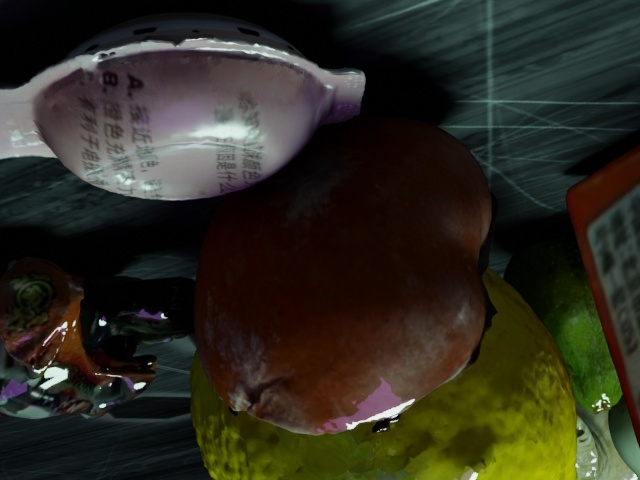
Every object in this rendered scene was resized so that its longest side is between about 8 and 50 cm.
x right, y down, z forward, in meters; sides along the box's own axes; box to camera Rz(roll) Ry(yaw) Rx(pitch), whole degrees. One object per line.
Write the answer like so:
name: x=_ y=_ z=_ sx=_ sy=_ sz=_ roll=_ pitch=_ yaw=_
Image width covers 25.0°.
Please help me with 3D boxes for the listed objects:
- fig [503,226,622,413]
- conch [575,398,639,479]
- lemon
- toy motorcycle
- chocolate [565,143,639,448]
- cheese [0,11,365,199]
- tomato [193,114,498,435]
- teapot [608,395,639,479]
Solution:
fig: x=0.213 y=0.067 z=1.158 sx=0.123 sy=0.156 sz=0.123 roll=-8 pitch=157 yaw=-4
conch: x=0.256 y=0.186 z=1.497 sx=0.263 sy=0.186 sz=0.324 roll=2 pitch=149 yaw=31
lemon: x=0.052 y=0.128 z=1.078 sx=0.268 sy=0.322 sz=0.268 roll=-43 pitch=176 yaw=-3
toy motorcycle: x=-0.273 y=0.101 z=1.175 sx=0.207 sy=0.134 sz=0.401 roll=10 pitch=155 yaw=-36
chocolate: x=0.381 y=0.086 z=0.967 sx=0.341 sy=0.360 sz=0.161 roll=3 pitch=147 yaw=-21
cheese: x=-0.118 y=-0.068 z=0.797 sx=0.286 sy=0.074 sz=0.189 roll=-5 pitch=161 yaw=-1
tomato: x=0.000 y=0.000 z=0.872 sx=0.199 sy=0.228 sz=0.112 roll=-13 pitch=131 yaw=17
teapot: x=0.343 y=0.085 z=1.210 sx=0.149 sy=0.318 sz=0.220 roll=29 pitch=132 yaw=-2
